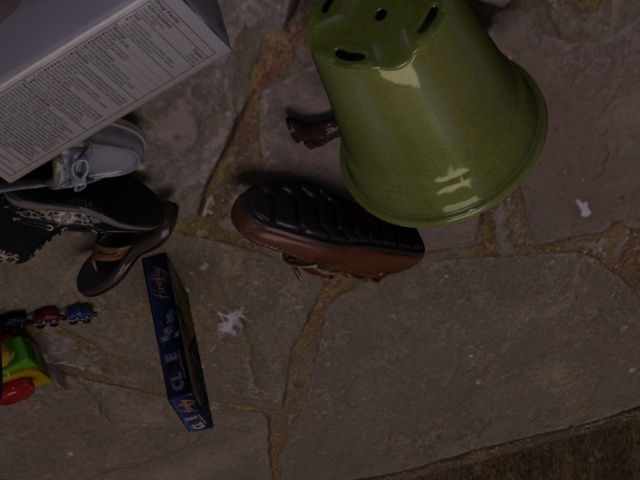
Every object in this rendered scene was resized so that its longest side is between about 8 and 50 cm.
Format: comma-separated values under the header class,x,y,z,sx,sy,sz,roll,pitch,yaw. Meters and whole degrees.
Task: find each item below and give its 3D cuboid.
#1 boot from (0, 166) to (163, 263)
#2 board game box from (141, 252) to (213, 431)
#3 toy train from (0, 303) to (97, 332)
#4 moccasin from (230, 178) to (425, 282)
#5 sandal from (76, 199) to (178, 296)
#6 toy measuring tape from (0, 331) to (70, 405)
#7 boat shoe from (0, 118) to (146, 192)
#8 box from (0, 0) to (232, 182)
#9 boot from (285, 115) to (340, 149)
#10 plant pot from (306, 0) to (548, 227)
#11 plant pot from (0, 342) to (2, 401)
class,x,y,z,sx,sy,sz,roll,pitch,yaw
boot,-0.358,-0.030,1.889,0.236,0.085,0.178,10,148,-34
board game box,-0.225,0.164,2.147,0.042,0.243,0.165,-15,153,1
toy train,-0.441,0.124,2.206,0.158,0.027,0.036,-6,142,-16
moccasin,-0.001,-0.003,2.079,0.147,0.139,0.380,-40,154,26
sandal,-0.293,0.004,1.986,0.060,0.090,0.219,30,133,-33
toy measuring tape,-0.516,0.229,2.292,0.121,0.121,0.330,-14,163,-1
boat shoe,-0.375,-0.098,1.717,0.320,0.103,0.118,-1,150,-25
box,-0.269,-0.208,1.491,0.311,0.121,0.148,-28,144,14
boot,0.018,-0.166,1.860,0.114,0.037,0.106,-20,166,18
plant pot,0.109,-0.196,1.636,0.276,0.276,0.254,-21,142,12
plant pot,-0.608,0.132,1.917,0.236,0.236,0.212,-22,147,15
